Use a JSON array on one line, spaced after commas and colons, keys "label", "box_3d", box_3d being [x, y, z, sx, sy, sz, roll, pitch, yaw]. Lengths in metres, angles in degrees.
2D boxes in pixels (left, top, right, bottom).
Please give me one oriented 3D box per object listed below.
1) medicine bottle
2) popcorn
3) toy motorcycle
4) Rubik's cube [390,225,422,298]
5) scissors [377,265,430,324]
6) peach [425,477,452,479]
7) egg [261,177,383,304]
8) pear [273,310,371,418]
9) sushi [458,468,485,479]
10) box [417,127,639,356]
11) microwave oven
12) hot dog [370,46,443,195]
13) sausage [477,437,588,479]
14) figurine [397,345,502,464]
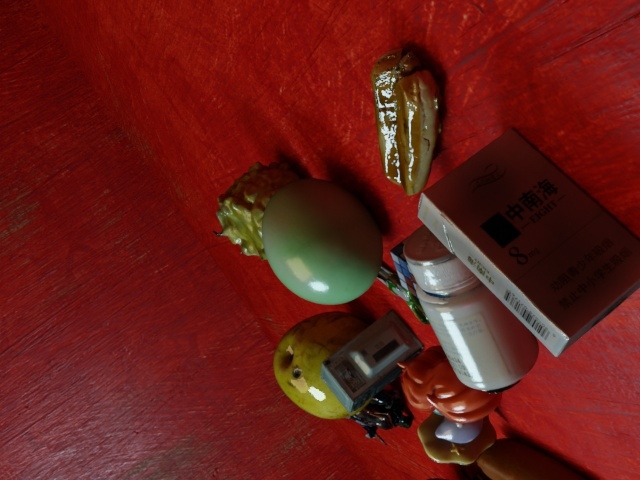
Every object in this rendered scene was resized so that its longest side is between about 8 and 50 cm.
[{"label": "medicine bottle", "box_3d": [0.231, 0.095, 1.271, 0.143, 0.143, 0.258, 28, 150, 59]}, {"label": "popcorn", "box_3d": [-0.120, -0.054, 1.851, 0.249, 0.225, 0.249, 48, 154, 32]}, {"label": "toy motorcycle", "box_3d": [0.152, 0.475, 2.318, 0.207, 0.134, 0.401, 11, 159, 28]}, {"label": "Rubik's cube", "box_3d": [0.187, 0.041, 1.381, 0.092, 0.092, 0.092, 39, 158, 46]}, {"label": "scissors", "box_3d": [0.158, 0.094, 1.705, 0.204, 0.027, 0.101, 39, 156, 37]}, {"label": "peach", "box_3d": [0.365, 0.765, 2.135, 0.306, 0.242, 0.380, 18, -173, -36]}, {"label": "egg", "box_3d": [0.000, 0.000, 1.604, 0.269, 0.220, 0.220, 46, 163, 28]}, {"label": "pear", "box_3d": [0.025, 0.312, 2.083, 0.280, 0.281, 0.280, 49, 164, 19]}, {"label": "sushi", "box_3d": [0.424, 0.639, 2.066, 0.201, 0.031, 0.139, 49, -178, 18]}, {"label": "box", "box_3d": [0.251, -0.004, 0.978, 0.243, 0.155, 0.067, 49, 163, 23]}, {"label": "microwave oven", "box_3d": [0.117, 0.281, 1.889, 0.122, 0.208, 0.162, 50, 164, 16]}, {"label": "hot dog", "box_3d": [0.124, -0.162, 1.171, 0.109, 0.072, 0.269, 47, 162, 31]}, {"label": "sausage", "box_3d": [0.421, 0.461, 1.587, 0.348, 0.097, 0.094, 23, 136, 63]}, {"label": "figurine", "box_3d": [0.255, 0.305, 1.613, 0.257, 0.181, 0.208, 82, 178, -47]}]
